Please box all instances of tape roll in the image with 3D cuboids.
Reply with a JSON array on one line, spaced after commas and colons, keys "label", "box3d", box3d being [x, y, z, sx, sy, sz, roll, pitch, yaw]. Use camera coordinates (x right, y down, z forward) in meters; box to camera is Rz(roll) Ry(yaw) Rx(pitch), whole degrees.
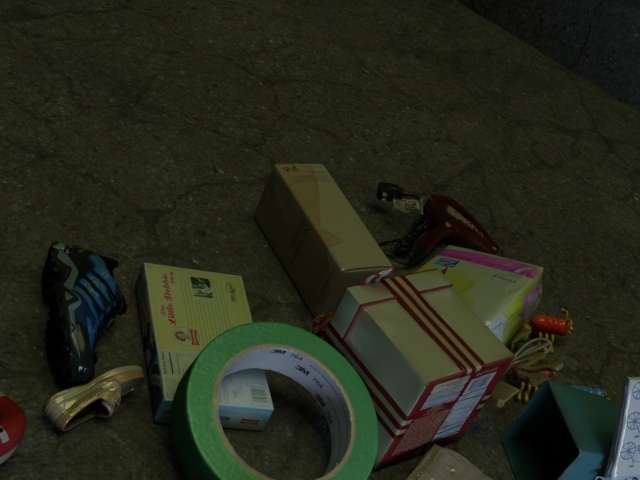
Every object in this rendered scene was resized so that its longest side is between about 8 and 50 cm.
[{"label": "tape roll", "box3d": [-0.068, 0.283, 1.659, 0.321, 0.077, 0.321, 16, 52, -21]}]

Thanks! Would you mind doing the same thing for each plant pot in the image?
[{"label": "plant pot", "box3d": [0.477, 0.373, 1.878, 0.234, 0.166, 0.165, 12, 36, -22]}]

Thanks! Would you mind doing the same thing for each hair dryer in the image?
[{"label": "hair dryer", "box3d": [0.251, -0.009, 2.340, 0.293, 0.080, 0.223, 9, 53, -13]}]

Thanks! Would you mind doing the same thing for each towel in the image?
[{"label": "towel", "box3d": [0.255, 0.461, 1.724, 0.282, 0.049, 0.187, 36, 38, 14]}]

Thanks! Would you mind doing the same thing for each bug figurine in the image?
[{"label": "bug figurine", "box3d": [0.446, 0.231, 2.120, 0.216, 0.072, 0.279, 8, 39, -23]}]

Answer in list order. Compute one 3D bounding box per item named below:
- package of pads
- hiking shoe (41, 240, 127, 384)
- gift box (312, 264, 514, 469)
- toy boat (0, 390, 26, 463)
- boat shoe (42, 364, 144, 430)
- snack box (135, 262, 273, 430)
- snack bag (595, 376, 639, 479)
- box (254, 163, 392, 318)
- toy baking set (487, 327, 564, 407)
[{"label": "package of pads", "box3d": [0.287, 0.119, 2.085, 0.229, 0.101, 0.296, 15, 29, 29]}, {"label": "hiking shoe", "box3d": [-0.374, 0.110, 1.739, 0.132, 0.113, 0.304, 7, 38, -23]}, {"label": "gift box", "box3d": [0.152, 0.188, 1.830, 0.255, 0.276, 0.258, -6, 43, -44]}, {"label": "toy boat", "box3d": [-0.511, 0.212, 1.489, 0.231, 0.151, 0.151, 38, 37, 19]}, {"label": "boat shoe", "box3d": [-0.337, 0.245, 1.637, 0.170, 0.063, 0.059, -22, 58, -35]}, {"label": "snack box", "box3d": [-0.202, 0.173, 1.808, 0.187, 0.060, 0.322, 9, 38, -24]}, {"label": "snack bag", "box3d": [0.606, 0.389, 1.801, 0.323, 0.342, 0.037, 5, 13, -23]}, {"label": "box", "box3d": [0.000, 0.000, 2.088, 0.121, 0.148, 0.311, -2, 42, -33]}, {"label": "toy baking set", "box3d": [0.344, 0.241, 1.978, 0.197, 0.030, 0.256, -18, 17, 5]}]
